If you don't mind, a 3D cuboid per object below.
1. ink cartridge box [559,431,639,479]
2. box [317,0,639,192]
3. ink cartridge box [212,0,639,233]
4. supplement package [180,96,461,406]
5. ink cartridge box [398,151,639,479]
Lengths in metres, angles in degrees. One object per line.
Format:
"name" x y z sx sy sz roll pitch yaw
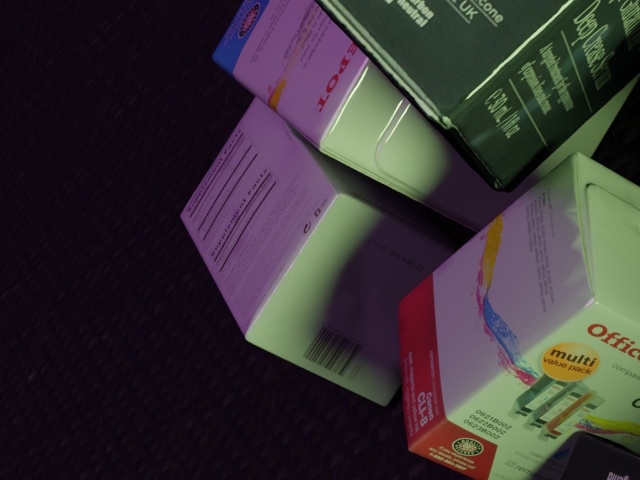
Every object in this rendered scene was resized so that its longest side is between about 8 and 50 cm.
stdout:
"ink cartridge box" 0.138 0.302 1.090 0.176 0.069 0.371 18 84 64
"box" 0.165 -0.247 1.124 0.395 0.212 0.293 -44 -12 5
"ink cartridge box" 0.079 -0.147 1.455 0.198 0.197 0.270 -59 26 7
"supplement package" 0.000 0.000 1.535 0.134 0.139 0.244 -57 25 11
"ink cartridge box" 0.153 0.060 1.204 0.176 0.128 0.127 -44 32 36
